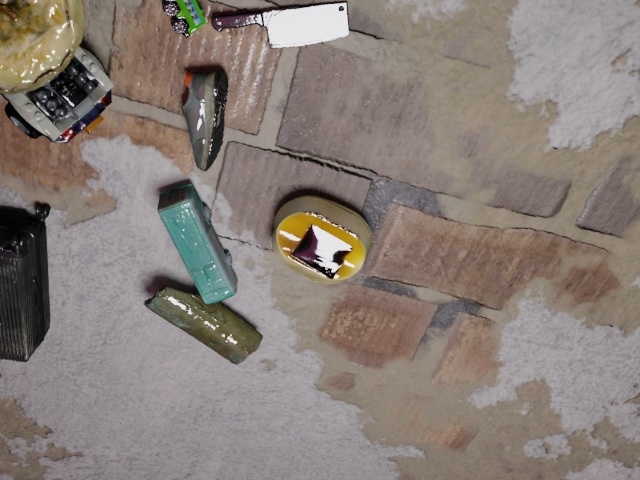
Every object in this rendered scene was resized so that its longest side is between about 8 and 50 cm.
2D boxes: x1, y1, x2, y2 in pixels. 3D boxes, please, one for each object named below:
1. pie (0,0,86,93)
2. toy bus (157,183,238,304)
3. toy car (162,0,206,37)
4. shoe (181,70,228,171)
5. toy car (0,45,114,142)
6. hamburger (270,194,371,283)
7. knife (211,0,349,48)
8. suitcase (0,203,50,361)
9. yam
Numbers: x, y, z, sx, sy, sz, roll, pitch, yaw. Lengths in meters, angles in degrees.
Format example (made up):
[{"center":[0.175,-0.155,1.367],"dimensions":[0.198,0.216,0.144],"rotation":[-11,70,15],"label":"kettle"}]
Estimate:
[{"center":[-0.494,-0.355,0.960],"dimensions":[0.274,0.055,0.274],"rotation":[-2,119,-4],"label":"pie"},{"center":[-0.252,0.013,1.329],"dimensions":[0.091,0.109,0.261],"rotation":[-20,119,5],"label":"toy bus"},{"center":[-0.255,-0.432,1.094],"dimensions":[0.062,0.071,0.165],"rotation":[-27,117,-2],"label":"toy car"},{"center":[-0.226,-0.230,1.213],"dimensions":[0.077,0.074,0.194],"rotation":[15,117,5],"label":"shoe"},{"center":[-0.496,-0.311,1.098],"dimensions":[0.301,0.118,0.193],"rotation":[48,67,-20],"label":"toy car"},{"center":[0.000,0.000,1.318],"dimensions":[0.210,0.116,0.173],"rotation":[25,109,-8],"label":"hamburger"},{"center":[-0.071,-0.382,1.148],"dimensions":[0.245,0.019,0.072],"rotation":[-5,121,1],"label":"knife"},{"center":[-0.701,0.082,1.350],"dimensions":[0.229,0.152,0.335],"rotation":[10,122,-4],"label":"suitcase"},{"center":[-0.259,0.176,1.420],"dimensions":[0.259,0.106,0.106],"rotation":[39,113,-20],"label":"yam"}]
